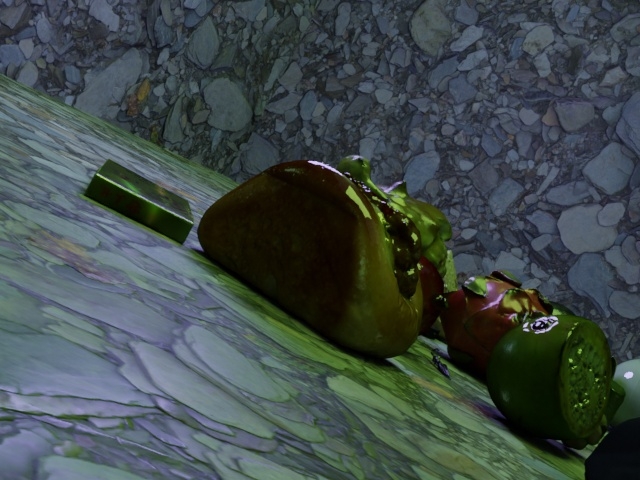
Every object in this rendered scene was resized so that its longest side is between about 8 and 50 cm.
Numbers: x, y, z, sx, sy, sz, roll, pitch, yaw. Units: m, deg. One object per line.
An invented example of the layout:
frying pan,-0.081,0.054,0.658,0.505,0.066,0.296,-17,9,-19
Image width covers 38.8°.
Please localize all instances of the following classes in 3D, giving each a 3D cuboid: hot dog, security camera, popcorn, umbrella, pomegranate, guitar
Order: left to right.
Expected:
hot dog,0.001,0.001,1.385,0.405,0.223,0.185,30,6,38
popcorn,0.098,0.014,1.800,0.335,0.274,0.279,16,38,-34
guitar,0.166,0.157,2.045,0.233,0.025,0.088,29,3,34
umbrella,0.205,0.214,1.555,0.013,0.022,0.122,54,7,-17
pomegranate,0.354,0.213,1.397,0.159,0.190,0.241,-4,-20,44
security camera,0.743,0.374,2.065,0.194,0.195,0.236,26,1,-36

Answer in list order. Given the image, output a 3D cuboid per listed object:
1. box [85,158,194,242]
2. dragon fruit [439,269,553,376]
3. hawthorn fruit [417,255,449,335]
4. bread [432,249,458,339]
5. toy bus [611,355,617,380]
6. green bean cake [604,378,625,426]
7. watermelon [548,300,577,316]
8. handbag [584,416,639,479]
box,-0.304,-0.073,1.552,0.173,0.043,0.311,28,3,-12
dragon fruit,0.352,0.169,1.776,0.224,0.224,0.227,25,-2,-43
hawthorn fruit,0.133,0.089,1.548,0.188,0.169,0.169,9,-12,47
bread,0.215,0.148,2.158,0.211,0.224,0.183,-16,-9,22
toy bus,0.494,0.260,2.073,0.331,0.145,0.151,27,-13,2
green bean cake,0.502,0.297,1.880,0.200,0.113,0.214,27,2,-1
watermelon,0.560,0.252,2.275,0.212,0.212,0.212,28,3,-2
handbag,0.490,0.303,1.060,0.302,0.178,0.275,28,3,-3
